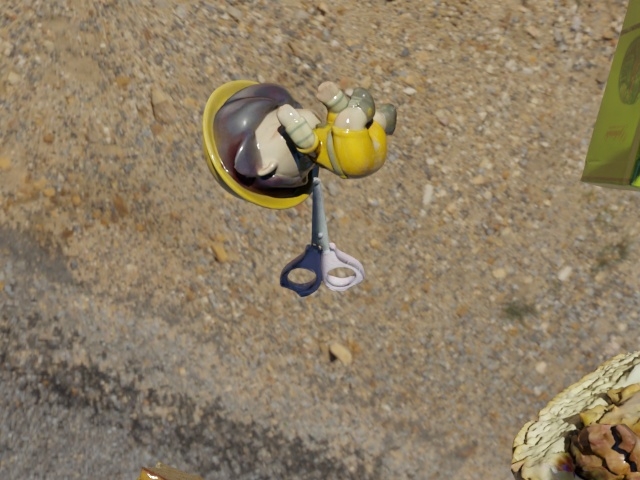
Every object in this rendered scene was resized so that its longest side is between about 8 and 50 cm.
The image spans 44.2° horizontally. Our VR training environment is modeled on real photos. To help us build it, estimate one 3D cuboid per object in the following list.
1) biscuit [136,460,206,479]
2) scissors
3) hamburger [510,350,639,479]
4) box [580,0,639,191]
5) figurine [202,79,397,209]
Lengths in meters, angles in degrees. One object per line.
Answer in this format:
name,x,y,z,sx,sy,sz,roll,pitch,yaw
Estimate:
biscuit,-0.214,0.373,1.194,0.228,0.176,0.031,40,69,-47
scissors,0.000,0.000,0.867,0.100,0.015,0.189,-5,140,-2
hamburger,0.256,0.138,0.495,0.282,0.155,0.245,33,62,-23
box,0.425,-0.230,1.010,0.047,0.187,0.335,14,96,-2
figurine,-0.038,-0.126,1.044,0.192,0.256,0.167,-25,117,-51
